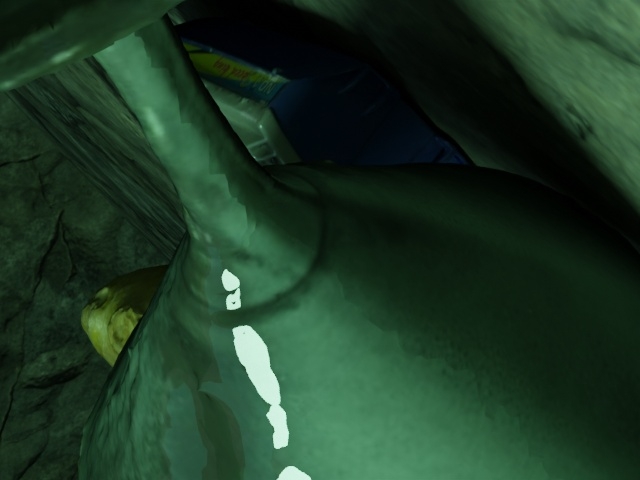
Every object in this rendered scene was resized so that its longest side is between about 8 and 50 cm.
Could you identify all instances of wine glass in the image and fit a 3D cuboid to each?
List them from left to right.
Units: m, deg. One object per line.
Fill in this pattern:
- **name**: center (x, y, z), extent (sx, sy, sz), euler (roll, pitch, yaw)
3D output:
- **wine glass**: center (-0.032, -0.017, 0.572), extent (0.267, 0.267, 0.406), euler (38, 167, 34)

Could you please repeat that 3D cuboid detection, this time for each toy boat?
- **toy boat**: center (-0.038, -0.059, 0.949), extent (0.129, 0.088, 0.295), euler (42, 173, -29)

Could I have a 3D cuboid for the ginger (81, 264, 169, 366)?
- **ginger**: center (0.055, 0.112, 1.195), extent (0.348, 0.122, 0.363), euler (29, -178, 23)
